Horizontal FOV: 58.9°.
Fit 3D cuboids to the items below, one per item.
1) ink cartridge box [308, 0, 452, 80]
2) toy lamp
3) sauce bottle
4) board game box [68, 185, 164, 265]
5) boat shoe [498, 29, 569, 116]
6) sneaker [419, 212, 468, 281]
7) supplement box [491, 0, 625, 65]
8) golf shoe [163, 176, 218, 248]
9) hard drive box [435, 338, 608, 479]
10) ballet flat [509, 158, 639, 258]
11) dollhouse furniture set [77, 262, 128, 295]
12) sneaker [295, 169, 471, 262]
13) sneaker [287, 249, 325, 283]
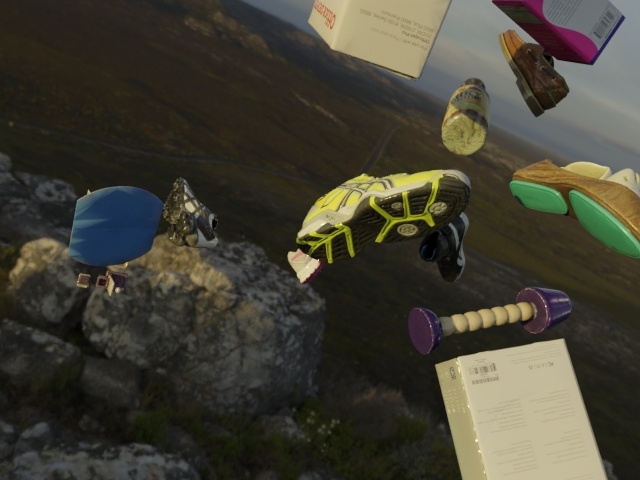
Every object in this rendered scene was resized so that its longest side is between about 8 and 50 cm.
[{"bbox_3d":[0.130,-0.499,0.916,0.166,0.395,0.286,13,26,-16],"label":"ink cartridge box"},{"bbox_3d":[0.274,0.122,0.891,0.274,0.080,0.080,-8,31,-20],"label":"toy lamp"},{"bbox_3d":[0.376,-0.330,1.443,0.111,0.112,0.344,25,35,1],"label":"sauce bottle"},{"bbox_3d":[-0.331,-0.030,0.911,0.133,0.169,0.033,-2,44,-35],"label":"board game box"},{"bbox_3d":[0.550,-0.448,1.456,0.110,0.104,0.308,30,40,-43],"label":"boat shoe"},{"bbox_3d":[0.281,0.035,1.344,0.121,0.217,0.079,-33,47,-28],"label":"sneaker"},{"bbox_3d":[0.469,-0.458,1.121,0.220,0.111,0.114,27,12,-27],"label":"supplement box"},{"bbox_3d":[-0.255,-0.048,1.122,0.093,0.077,0.198,20,31,-34],"label":"golf shoe"},{"bbox_3d":[0.289,0.275,0.821,0.180,0.089,0.232,-6,72,-13],"label":"hard drive box"},{"bbox_3d":[0.476,-0.080,0.994,0.116,0.124,0.342,54,-2,-23],"label":"ballet flat"},{"bbox_3d":[-0.398,0.045,1.071,0.090,0.115,0.081,14,5,-28],"label":"dollhouse furniture set"},{"bbox_3d":[0.107,-0.077,1.100,0.145,0.384,0.147,39,49,-37],"label":"sneaker"},{"bbox_3d":[0.000,0.000,1.609,0.111,0.252,0.103,43,0,13],"label":"sneaker"}]
